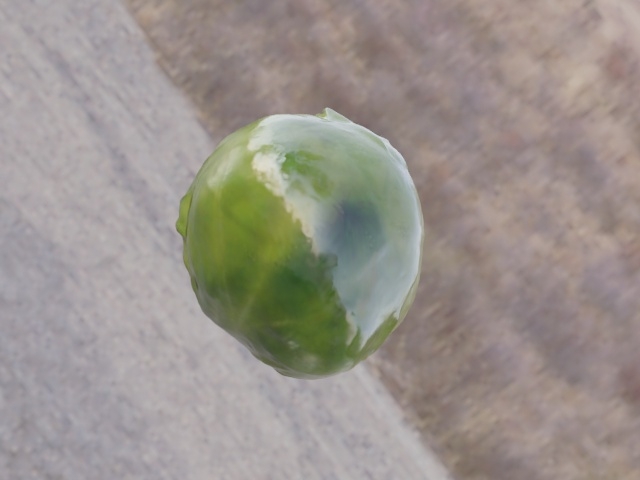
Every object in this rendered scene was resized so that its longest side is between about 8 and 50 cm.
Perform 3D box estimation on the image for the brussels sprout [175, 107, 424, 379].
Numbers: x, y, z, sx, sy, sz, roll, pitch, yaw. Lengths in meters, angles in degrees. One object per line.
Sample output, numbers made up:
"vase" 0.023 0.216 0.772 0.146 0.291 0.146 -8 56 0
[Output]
"brussels sprout" -0.001 -0.002 0.885 0.151 0.149 0.122 39 -18 -11
